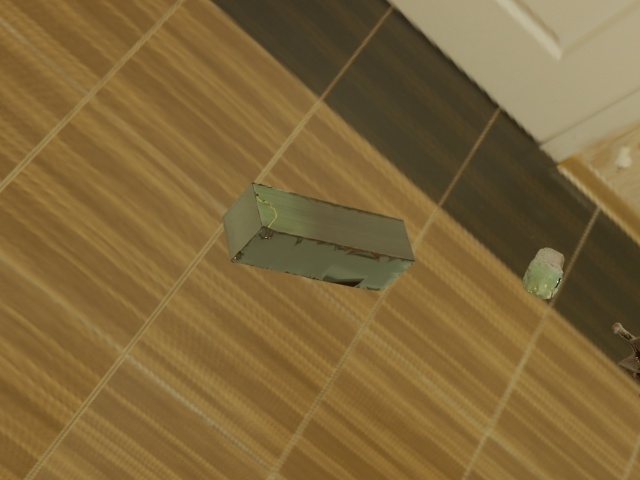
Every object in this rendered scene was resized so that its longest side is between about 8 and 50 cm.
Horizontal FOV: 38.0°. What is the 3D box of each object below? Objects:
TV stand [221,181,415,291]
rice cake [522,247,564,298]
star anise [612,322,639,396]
[{"bbox_3d":[0.000,0.000,1.317,0.269,0.088,0.083,13,49,-33],"label":"TV stand"},{"bbox_3d":[0.223,0.030,0.919,0.033,0.207,0.033,23,100,14],"label":"rice cake"},{"bbox_3d":[0.612,0.229,1.612,0.081,0.230,0.262,-40,82,-20],"label":"star anise"}]
